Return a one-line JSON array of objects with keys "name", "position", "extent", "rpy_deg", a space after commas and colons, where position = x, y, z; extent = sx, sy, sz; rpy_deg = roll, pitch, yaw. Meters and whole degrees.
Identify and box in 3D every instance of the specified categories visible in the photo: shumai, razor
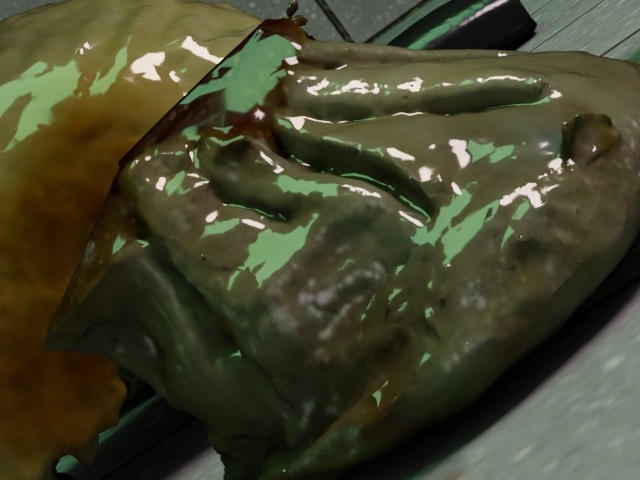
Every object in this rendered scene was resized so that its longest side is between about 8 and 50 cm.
[{"name": "shumai", "position": [0.009, -0.012, 0.548], "extent": [0.201, 0.120, 0.201], "rpy_deg": [-39, 6, 5]}, {"name": "razor", "position": [0.081, -0.129, 1.236], "extent": [0.148, 0.054, 0.090], "rpy_deg": [-37, 11, 4]}]

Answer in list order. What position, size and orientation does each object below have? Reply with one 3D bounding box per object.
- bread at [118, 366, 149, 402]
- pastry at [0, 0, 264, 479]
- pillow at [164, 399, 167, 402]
[{"name": "bread", "position": [-0.106, 0.014, 1.004], "extent": [0.136, 0.107, 0.241], "rpy_deg": [-40, 6, 0]}, {"name": "pastry", "position": [-0.119, -0.011, 0.756], "extent": [0.256, 0.170, 0.237], "rpy_deg": [-51, 10, 2]}, {"name": "pillow", "position": [0.000, 0.000, 0.825], "extent": [0.131, 0.038, 0.232], "rpy_deg": [-42, 5, 26]}]
